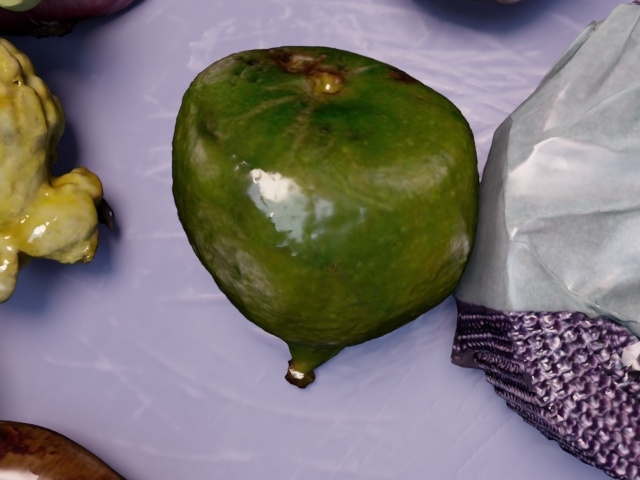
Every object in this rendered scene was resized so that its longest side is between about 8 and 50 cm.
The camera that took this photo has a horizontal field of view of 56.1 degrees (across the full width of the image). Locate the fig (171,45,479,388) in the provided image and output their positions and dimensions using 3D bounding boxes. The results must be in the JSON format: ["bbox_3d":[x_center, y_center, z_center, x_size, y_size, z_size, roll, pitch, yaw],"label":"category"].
[{"bbox_3d":[0.000,0.000,0.423,0.203,0.235,0.203,5,44,-5],"label":"fig"}]

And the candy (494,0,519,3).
[{"bbox_3d":[0.103,-0.307,0.419,0.214,0.157,0.289,-24,76,-9],"label":"candy"}]

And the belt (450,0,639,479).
[{"bbox_3d":[0.231,-0.005,0.384,0.260,0.122,0.324,14,88,-2],"label":"belt"}]

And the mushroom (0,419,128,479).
[{"bbox_3d":[-0.213,0.259,0.416,0.297,0.163,0.278,42,100,9],"label":"mushroom"}]

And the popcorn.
[{"bbox_3d":[-0.263,-0.053,0.450,0.168,0.173,0.195,-7,110,34],"label":"popcorn"}]

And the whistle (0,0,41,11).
[{"bbox_3d":[-0.293,-0.204,0.391,0.289,0.106,0.131,-2,100,14],"label":"whistle"}]

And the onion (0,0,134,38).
[{"bbox_3d":[-0.254,-0.318,0.487,0.227,0.120,0.283,-13,84,2],"label":"onion"}]
